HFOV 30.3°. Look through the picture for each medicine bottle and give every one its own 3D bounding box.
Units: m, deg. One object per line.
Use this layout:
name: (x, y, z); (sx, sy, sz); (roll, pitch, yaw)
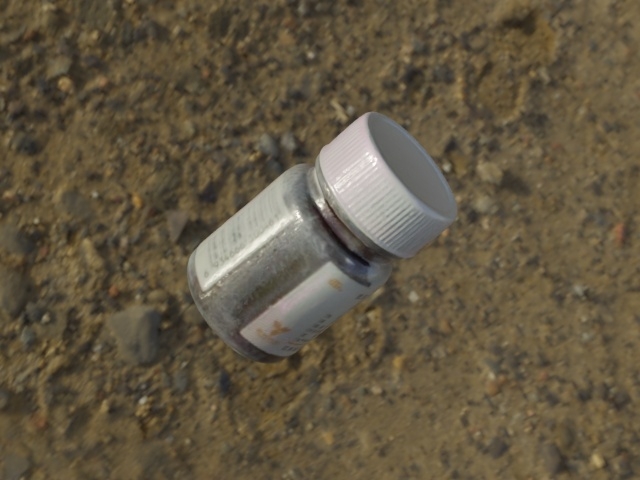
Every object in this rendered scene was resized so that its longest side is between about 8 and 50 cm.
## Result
medicine bottle: (0.000, 0.000, 1.287); (0.165, 0.273, 0.165); (42, 24, -24)
